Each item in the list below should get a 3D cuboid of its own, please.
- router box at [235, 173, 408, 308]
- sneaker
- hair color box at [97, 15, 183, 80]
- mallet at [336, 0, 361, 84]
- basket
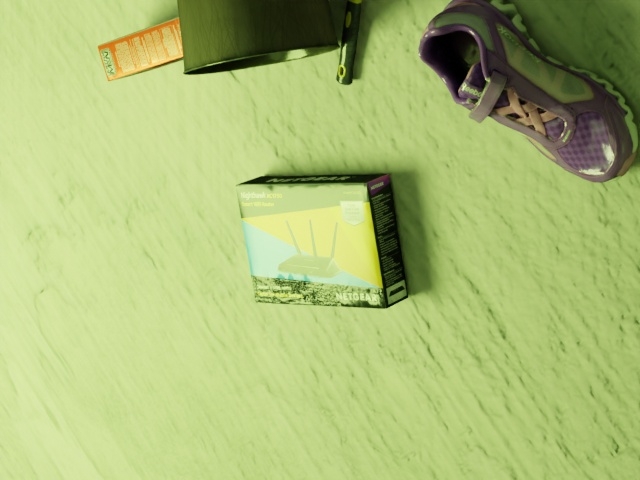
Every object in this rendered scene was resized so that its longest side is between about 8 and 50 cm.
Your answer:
[{"bbox_3d":[0.000,0.000,1.686,0.178,0.046,0.133,0,105,40],"label":"router box"},{"bbox_3d":[0.176,-0.132,1.457,0.236,0.104,0.095,44,127,18],"label":"sneaker"},{"bbox_3d":[-0.163,-0.210,1.730,0.141,0.072,0.043,-11,98,42],"label":"hair color box"},{"bbox_3d":[0.027,-0.245,1.588,0.062,0.039,0.190,34,128,26],"label":"mallet"},{"bbox_3d":[-0.076,-0.286,1.579,0.204,0.154,0.227,-174,74,-79],"label":"basket"}]
